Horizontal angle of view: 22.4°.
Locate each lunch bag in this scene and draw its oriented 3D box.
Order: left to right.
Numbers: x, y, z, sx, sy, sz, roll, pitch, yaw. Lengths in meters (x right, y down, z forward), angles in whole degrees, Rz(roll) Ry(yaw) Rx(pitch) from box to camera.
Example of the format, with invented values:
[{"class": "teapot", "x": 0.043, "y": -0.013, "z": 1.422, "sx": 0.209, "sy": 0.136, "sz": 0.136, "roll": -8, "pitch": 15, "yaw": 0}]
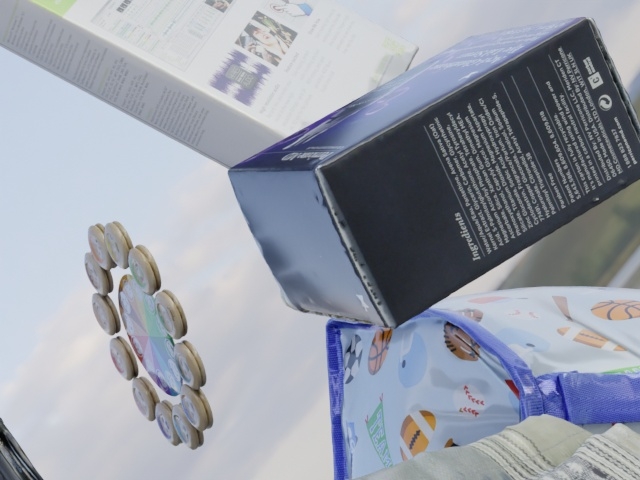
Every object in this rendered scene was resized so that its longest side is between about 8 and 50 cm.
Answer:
[{"class": "lunch bag", "x": 0.219, "y": 0.151, "z": 1.355, "sx": 0.328, "sy": 0.238, "sz": 0.385, "roll": -2, "pitch": -9, "yaw": -23}]

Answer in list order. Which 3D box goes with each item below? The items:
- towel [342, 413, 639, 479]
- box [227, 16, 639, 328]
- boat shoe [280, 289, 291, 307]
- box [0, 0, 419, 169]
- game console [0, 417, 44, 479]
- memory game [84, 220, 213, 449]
[{"class": "towel", "x": 0.166, "y": 0.137, "z": 0.554, "sx": 0.312, "sy": 0.324, "sz": 0.056, "roll": -8, "pitch": -65, "yaw": -62}, {"class": "box", "x": 0.071, "y": -0.043, "z": 1.001, "sx": 0.207, "sy": 0.108, "sz": 0.153, "roll": -30, "pitch": 13, "yaw": -20}, {"class": "boat shoe", "x": 0.000, "y": 0.000, "z": 1.469, "sx": 0.045, "sy": 0.050, "sz": 0.135, "roll": -162, "pitch": 85, "yaw": -80}, {"class": "box", "x": -0.093, "y": -0.163, "z": 1.292, "sx": 0.058, "sy": 0.322, "sz": 0.232, "roll": -59, "pitch": 2, "yaw": 35}, {"class": "game console", "x": -0.241, "y": 0.206, "z": 1.003, "sx": 0.173, "sy": 0.293, "sz": 0.250, "roll": -31, "pitch": -37, "yaw": -18}, {"class": "memory game", "x": -0.131, "y": 0.071, "z": 1.199, "sx": 0.012, "sy": 0.186, "sz": 0.186, "roll": -24, "pitch": -21, "yaw": -25}]
